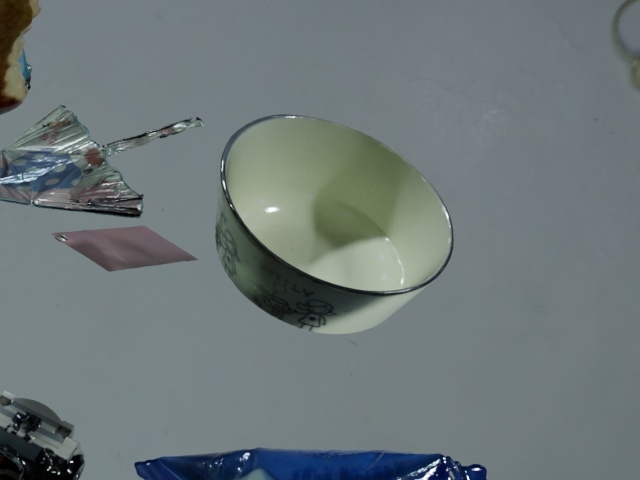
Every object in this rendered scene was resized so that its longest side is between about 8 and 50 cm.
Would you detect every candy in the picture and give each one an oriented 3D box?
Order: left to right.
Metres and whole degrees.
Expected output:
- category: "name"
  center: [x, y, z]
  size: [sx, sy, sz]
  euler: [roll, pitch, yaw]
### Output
- category: "candy"
  center: [0.013, 0.233, 0.826]
  size: [0.187, 0.331, 0.077]
  euler: [58, 38, -34]

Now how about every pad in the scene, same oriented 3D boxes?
- category: "pad"
  center: [-0.266, 0.011, 1.379]
  size: [0.113, 0.188, 0.006]
  euler: [28, 108, 26]

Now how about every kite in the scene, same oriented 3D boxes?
- category: "kite"
  center: [-0.282, -0.097, 1.201]
  size: [0.314, 0.335, 0.011]
  euler: [-19, 127, -22]

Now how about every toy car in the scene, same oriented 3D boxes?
- category: "toy car"
  center: [-0.436, 0.324, 1.458]
  size: [0.193, 0.301, 0.118]
  euler: [26, 59, 2]

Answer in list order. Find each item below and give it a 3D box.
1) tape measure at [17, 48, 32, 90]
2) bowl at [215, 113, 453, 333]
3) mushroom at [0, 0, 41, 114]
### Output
- category: "tape measure"
  center: [-0.459, -0.239, 1.346]
  size: [0.146, 0.081, 0.125]
  euler: [52, 47, -23]
- category: "bowl"
  center: [0.000, 0.000, 0.974]
  size: [0.238, 0.237, 0.126]
  euler: [18, 131, -9]
- category: "mushroom"
  center: [-0.271, -0.194, 0.721]
  size: [0.233, 0.301, 0.208]
  euler: [38, 107, 0]
